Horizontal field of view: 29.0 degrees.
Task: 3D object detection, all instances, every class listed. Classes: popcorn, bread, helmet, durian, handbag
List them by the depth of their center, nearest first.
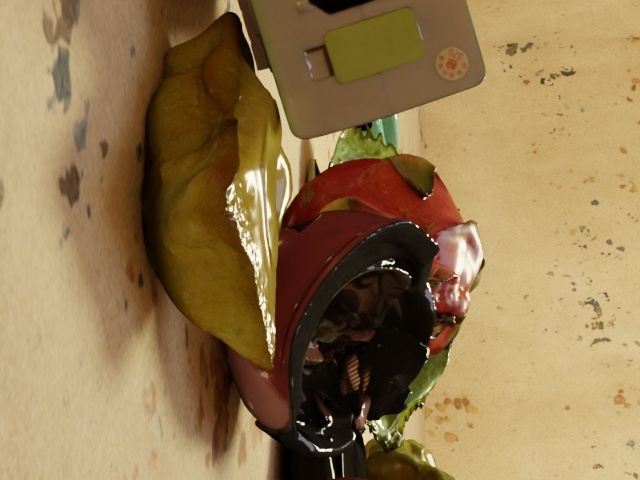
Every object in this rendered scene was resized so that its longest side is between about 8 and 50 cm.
[{"bbox_3d":[-0.067,-0.039,0.826,0.233,0.088,0.160,-86,175,-50],"label":"bread"},{"bbox_3d":[-0.004,0.063,1.012,0.198,0.154,0.253,-48,143,-17],"label":"helmet"},{"bbox_3d":[0.006,0.264,1.306,0.247,0.080,0.223,70,11,-62],"label":"handbag"},{"bbox_3d":[0.082,0.053,1.471,0.198,0.163,0.394,48,41,-71],"label":"durian"},{"bbox_3d":[0.082,0.341,1.491,0.189,0.170,0.218,84,-3,-68],"label":"popcorn"}]

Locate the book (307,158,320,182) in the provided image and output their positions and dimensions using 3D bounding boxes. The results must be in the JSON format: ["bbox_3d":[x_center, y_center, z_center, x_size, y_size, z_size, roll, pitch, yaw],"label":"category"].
[{"bbox_3d":[0.000,0.000,1.509,0.181,0.014,0.127,75,15,-59],"label":"book"}]

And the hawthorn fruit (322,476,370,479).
[{"bbox_3d":[0.061,0.308,1.029,0.224,0.261,0.224,0,90,-89],"label":"hawthorn fruit"}]

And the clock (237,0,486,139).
[{"bbox_3d":[0.008,-0.224,0.939,0.309,0.166,0.235,-114,-174,-78],"label":"clock"}]

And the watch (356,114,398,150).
[{"bbox_3d":[0.085,-0.209,1.952,0.195,0.068,0.237,-82,166,-46],"label":"watch"}]

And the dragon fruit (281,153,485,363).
[{"bbox_3d":[0.057,0.027,1.216,0.227,0.224,0.224,-78,164,-59],"label":"dragon fruit"}]
